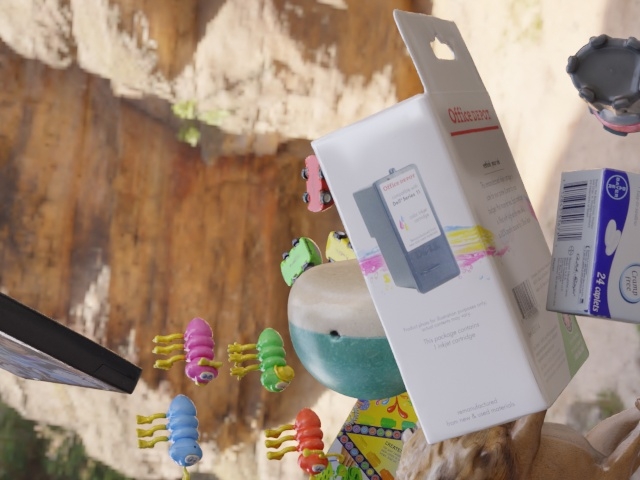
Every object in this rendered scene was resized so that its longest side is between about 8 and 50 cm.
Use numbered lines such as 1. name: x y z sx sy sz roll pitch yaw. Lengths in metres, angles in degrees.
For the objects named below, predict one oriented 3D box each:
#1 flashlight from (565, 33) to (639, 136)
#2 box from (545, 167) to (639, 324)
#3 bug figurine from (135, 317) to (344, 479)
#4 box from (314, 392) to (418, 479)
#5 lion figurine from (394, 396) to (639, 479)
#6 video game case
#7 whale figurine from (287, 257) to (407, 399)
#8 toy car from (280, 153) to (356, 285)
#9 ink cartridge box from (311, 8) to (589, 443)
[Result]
1. flashlight: 0.333 -0.174 1.217 0.103 0.103 0.304 57 -160 12
2. box: 0.277 0.010 0.944 0.072 0.137 0.126 177 101 -70
3. bug figurine: -0.097 0.200 1.354 0.072 0.279 0.216 -40 51 38
4. box: 0.092 0.352 1.597 0.279 0.177 0.290 -58 -9 -19
5. lion figurine: 0.298 0.276 1.399 0.142 0.392 0.240 -120 50 -68
6. video game case: -0.351 0.079 1.089 0.248 0.275 0.035 -4 59 51
7. whale figurine: 0.077 0.090 1.218 0.272 0.216 0.141 -20 -68 -62
8. toy car: 0.000 0.000 1.868 0.225 0.053 0.239 -51 52 46
9. ink cartridge box: 0.113 -0.021 0.994 0.207 0.119 0.354 -17 -94 -66
